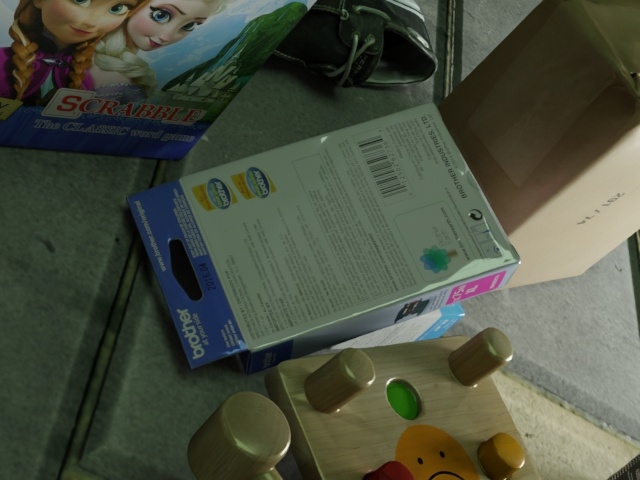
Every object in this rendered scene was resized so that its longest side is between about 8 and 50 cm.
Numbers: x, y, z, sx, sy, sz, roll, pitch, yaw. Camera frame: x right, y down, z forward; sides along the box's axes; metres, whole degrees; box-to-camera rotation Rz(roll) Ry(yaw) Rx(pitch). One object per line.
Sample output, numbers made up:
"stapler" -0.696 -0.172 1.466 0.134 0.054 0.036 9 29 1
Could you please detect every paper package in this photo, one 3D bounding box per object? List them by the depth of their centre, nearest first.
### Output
"paper package" 0.271 -0.098 1.247 0.309 0.325 0.168 -5 59 -44

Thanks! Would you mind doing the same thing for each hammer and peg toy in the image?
"hammer and peg toy" 0.057 0.213 0.933 0.361 0.127 0.266 -4 61 -45

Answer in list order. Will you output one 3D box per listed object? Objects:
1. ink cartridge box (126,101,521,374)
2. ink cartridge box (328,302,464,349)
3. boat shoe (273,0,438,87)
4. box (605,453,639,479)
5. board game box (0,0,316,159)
"ink cartridge box" 0.000 0.000 1.048 0.311 0.065 0.186 -17 65 -17
"ink cartridge box" 0.043 0.046 1.122 0.180 0.060 0.104 1 56 -42
"boat shoe" 0.030 -0.236 1.313 0.335 0.121 0.119 -8 58 -49
"box" 0.379 0.358 1.110 0.216 0.060 0.270 37 26 -11
"board game box" -0.170 -0.190 0.928 0.318 0.318 0.066 1 56 -42
